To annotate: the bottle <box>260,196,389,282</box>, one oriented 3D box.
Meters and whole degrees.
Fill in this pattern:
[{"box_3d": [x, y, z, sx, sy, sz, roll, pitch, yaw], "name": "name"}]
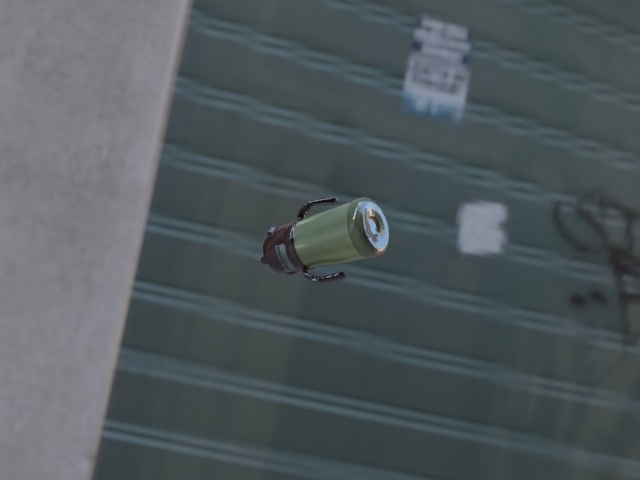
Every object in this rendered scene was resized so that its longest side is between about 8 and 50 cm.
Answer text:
[{"box_3d": [0.000, -0.001, 1.295, 0.101, 0.063, 0.047, -15, -47, 30], "name": "bottle"}]
